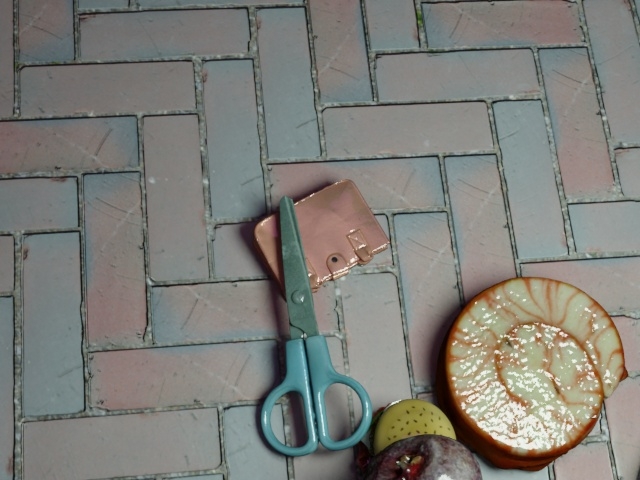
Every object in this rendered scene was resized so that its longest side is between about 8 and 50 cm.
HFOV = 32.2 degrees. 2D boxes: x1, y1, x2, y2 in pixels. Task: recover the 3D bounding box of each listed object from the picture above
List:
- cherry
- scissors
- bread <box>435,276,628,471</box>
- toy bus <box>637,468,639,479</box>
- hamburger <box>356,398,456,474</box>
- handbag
[{"bbox_3d":[0.156,0.390,1.669,0.195,0.195,0.195,2,70,-6],"label":"cherry"},{"bbox_3d":[-0.030,0.136,1.882,0.193,0.029,0.447,-12,75,16],"label":"scissors"},{"bbox_3d":[0.351,0.220,1.901,0.295,0.114,0.327,39,72,8],"label":"bread"},{"bbox_3d":[0.558,0.453,1.841,0.091,0.109,0.261,23,71,0],"label":"toy bus"},{"bbox_3d":[0.151,0.338,1.824,0.175,0.137,0.175,3,69,-9],"label":"hamburger"},{"bbox_3d":[0.000,0.000,1.971,0.213,0.059,0.157,-28,78,-14],"label":"handbag"}]
